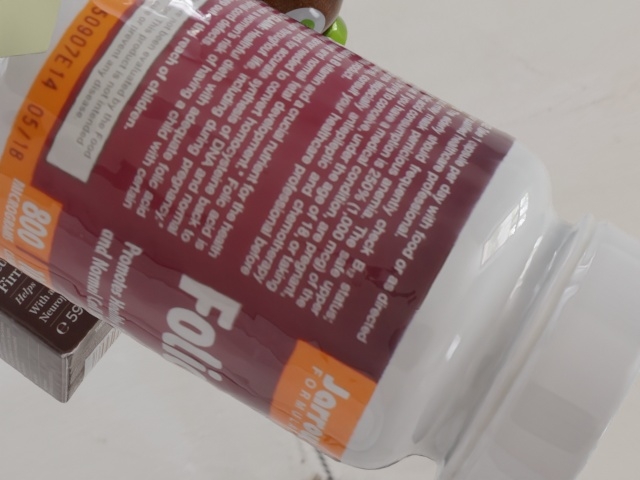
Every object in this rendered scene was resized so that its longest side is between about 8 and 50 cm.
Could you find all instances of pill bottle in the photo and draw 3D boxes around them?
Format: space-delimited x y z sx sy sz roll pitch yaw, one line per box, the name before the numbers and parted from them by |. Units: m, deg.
pill bottle | 0.000 0.000 0.828 0.392 0.224 0.224 30 -87 7

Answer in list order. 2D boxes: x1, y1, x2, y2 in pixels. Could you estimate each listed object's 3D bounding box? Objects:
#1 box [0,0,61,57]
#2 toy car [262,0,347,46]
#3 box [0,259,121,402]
box | -0.195 -0.209 0.601 0.117 0.213 0.243 24 -71 15
toy car | 0.032 -0.212 1.011 0.188 0.155 0.149 12 -103 34
box | -0.247 0.003 1.153 0.203 0.167 0.168 35 -112 3
